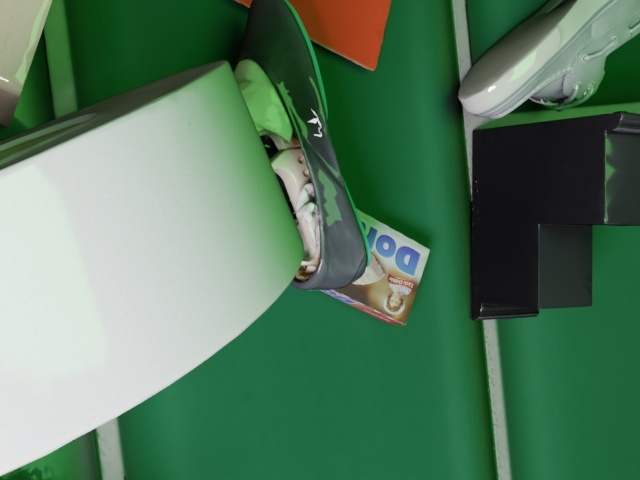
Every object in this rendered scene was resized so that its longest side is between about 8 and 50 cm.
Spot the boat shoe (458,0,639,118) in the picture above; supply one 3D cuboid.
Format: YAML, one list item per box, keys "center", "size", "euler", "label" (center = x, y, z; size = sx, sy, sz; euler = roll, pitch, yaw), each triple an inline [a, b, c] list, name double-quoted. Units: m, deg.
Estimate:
- center: [0.204, -0.152, 0.804]
  size: [0.227, 0.079, 0.081]
  euler: [-41, 107, -29]
  label: "boat shoe"

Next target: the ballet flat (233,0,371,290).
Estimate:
- center: [-0.024, -0.059, 0.643]
  size: [0.074, 0.074, 0.203]
  euler: [-23, 100, -30]
  label: "ballet flat"

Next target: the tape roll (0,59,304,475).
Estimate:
- center: [-0.154, 0.014, 0.457]
  size: [0.286, 0.286, 0.100]
  euler: [-29, 106, -29]
  label: "tape roll"

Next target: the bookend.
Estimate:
- center: [0.193, -0.013, 0.753]
  size: [0.072, 0.157, 0.156]
  euler: [0, 90, -32]
  label: "bookend"

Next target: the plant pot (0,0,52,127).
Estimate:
- center: [-0.199, -0.136, 0.539]
  size: [0.096, 0.109, 0.109]
  euler: [18, 81, -19]
  label: "plant pot"

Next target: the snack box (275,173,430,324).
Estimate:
- center: [0.000, 0.000, 0.709]
  size: [0.178, 0.022, 0.064]
  euler: [27, 73, -29]
  label: "snack box"

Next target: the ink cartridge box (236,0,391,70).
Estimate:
- center: [-0.008, -0.355, 0.662]
  size: [0.308, 0.091, 0.385]
  euler: [22, 78, -30]
  label: "ink cartridge box"
